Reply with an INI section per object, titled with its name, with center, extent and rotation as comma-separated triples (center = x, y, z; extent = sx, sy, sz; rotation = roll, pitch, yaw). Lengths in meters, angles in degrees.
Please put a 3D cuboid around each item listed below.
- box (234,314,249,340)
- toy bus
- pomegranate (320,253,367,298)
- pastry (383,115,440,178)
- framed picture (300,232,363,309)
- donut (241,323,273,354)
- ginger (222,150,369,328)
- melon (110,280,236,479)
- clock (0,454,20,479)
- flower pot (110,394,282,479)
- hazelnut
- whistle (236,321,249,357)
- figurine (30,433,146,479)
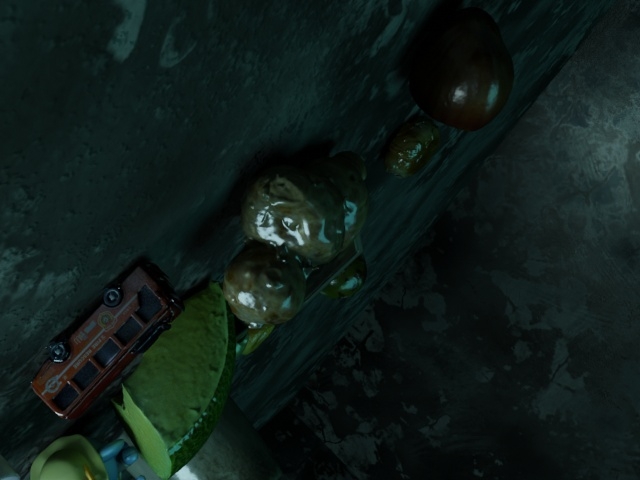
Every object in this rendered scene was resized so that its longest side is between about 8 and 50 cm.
[box]
center = -0.203, 0.179, 1.469
extent = 0.083, 0.079, 0.035
rotation = -34, 163, -50
[toy bus]
center = -0.294, 0.138, 1.003
extent = 0.235, 0.096, 0.073
rotation = -45, 170, -3
[pomegranate]
center = 0.043, 0.050, 1.739
extent = 0.156, 0.156, 0.220
rotation = -40, 157, -29
[pastry]
center = 0.208, -0.208, 1.621
extent = 0.153, 0.081, 0.153
rotation = -40, 166, -12
[framed picture]
center = 0.000, 0.000, 1.511
extent = 0.211, 0.020, 0.290
rotation = -42, 147, -21
[donut]
center = -0.168, 0.228, 1.802
extent = 0.152, 0.058, 0.152
rotation = -46, 170, -10
[ginger]
center = -0.024, -0.035, 1.184
extent = 0.375, 0.176, 0.256
rotation = -47, 153, -53
[melon]
center = -0.280, 0.277, 1.330
extent = 0.344, 0.226, 0.331
rotation = 109, -15, -59
[clock]
center = -0.537, 0.386, 1.032
extent = 0.197, 0.068, 0.197
rotation = -44, 168, -12
[flower pot]
center = -0.274, 0.497, 1.661
extent = 0.293, 0.330, 0.294
rotation = -44, 166, -14
[hazelnut]
center = 0.247, -0.302, 1.279
extent = 0.186, 0.210, 0.210
rotation = -19, -177, 31
[whistle]
center = -0.240, 0.254, 1.563
extent = 0.227, 0.105, 0.085
rotation = -47, 127, 0
[figurine]
center = -0.430, 0.429, 1.347
extent = 0.179, 0.154, 0.262
rotation = -9, 175, 14
